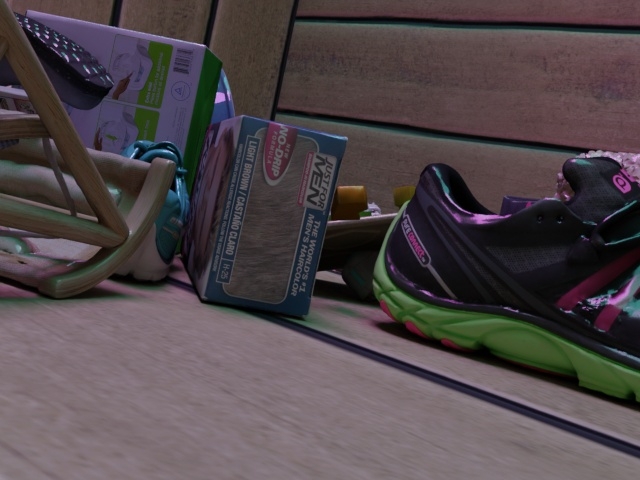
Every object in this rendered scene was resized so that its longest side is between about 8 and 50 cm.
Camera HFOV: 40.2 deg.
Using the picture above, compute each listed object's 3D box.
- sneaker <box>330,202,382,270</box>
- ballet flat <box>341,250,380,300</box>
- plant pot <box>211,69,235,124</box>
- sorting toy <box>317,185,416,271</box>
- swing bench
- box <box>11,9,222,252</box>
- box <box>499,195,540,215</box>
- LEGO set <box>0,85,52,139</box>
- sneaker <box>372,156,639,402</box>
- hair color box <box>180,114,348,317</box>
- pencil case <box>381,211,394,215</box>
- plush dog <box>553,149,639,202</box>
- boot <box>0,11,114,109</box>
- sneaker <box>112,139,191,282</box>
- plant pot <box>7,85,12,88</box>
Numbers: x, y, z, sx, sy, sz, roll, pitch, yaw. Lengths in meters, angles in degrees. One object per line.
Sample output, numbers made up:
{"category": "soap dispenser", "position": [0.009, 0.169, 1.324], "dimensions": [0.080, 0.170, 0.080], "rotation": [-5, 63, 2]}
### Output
{"category": "sneaker", "position": [0.071, -0.004, 1.400], "dimensions": [0.110, 0.118, 0.292], "rotation": [12, 4, -28]}
{"category": "ballet flat", "position": [0.117, 0.058, 1.091], "dimensions": [0.213, 0.072, 0.068], "rotation": [8, 32, -41]}
{"category": "plant pot", "position": [-0.310, -0.190, 1.648], "dimensions": [0.255, 0.271, 0.272], "rotation": [-6, 9, -18]}
{"category": "sorting toy", "position": [0.073, -0.018, 1.048], "dimensions": [0.229, 0.041, 0.307], "rotation": [-3, -16, -8]}
{"category": "swing bench", "position": [-0.297, -0.068, 0.680], "dimensions": [0.253, 0.165, 0.254], "rotation": [13, -20, 26]}
{"category": "box", "position": [-0.269, -0.131, 1.104], "dimensions": [0.231, 0.262, 0.127], "rotation": [11, 3, 4]}
{"category": "box", "position": [0.369, 0.047, 1.141], "dimensions": [0.270, 0.165, 0.143], "rotation": [11, 4, -7]}
{"category": "LEGO set", "position": [-0.333, -0.087, 0.911], "dimensions": [0.244, 0.182, 0.060], "rotation": [12, 38, 30]}
{"category": "sneaker", "position": [0.274, 0.031, 0.774], "dimensions": [0.483, 0.202, 0.185], "rotation": [13, 4, 24]}
{"category": "hair color box", "position": [-0.077, -0.038, 0.945], "dimensions": [0.105, 0.173, 0.347], "rotation": [12, 3, -14]}
{"category": "pencil case", "position": [0.056, -0.030, 1.949], "dimensions": [0.236, 0.104, 0.104], "rotation": [9, 4, -25]}
{"category": "plush dog", "position": [0.361, 0.030, 0.939], "dimensions": [0.262, 0.225, 0.210], "rotation": [25, -3, 8]}
{"category": "boot", "position": [-0.413, -0.172, 1.010], "dimensions": [0.338, 0.222, 0.118], "rotation": [30, 8, 16]}
{"category": "sneaker", "position": [-0.171, -0.053, 0.912], "dimensions": [0.107, 0.110, 0.275], "rotation": [18, 19, -17]}
{"category": "plant pot", "position": [-0.525, -0.182, 1.360], "dimensions": [0.275, 0.274, 0.293], "rotation": [13, 18, 25]}
